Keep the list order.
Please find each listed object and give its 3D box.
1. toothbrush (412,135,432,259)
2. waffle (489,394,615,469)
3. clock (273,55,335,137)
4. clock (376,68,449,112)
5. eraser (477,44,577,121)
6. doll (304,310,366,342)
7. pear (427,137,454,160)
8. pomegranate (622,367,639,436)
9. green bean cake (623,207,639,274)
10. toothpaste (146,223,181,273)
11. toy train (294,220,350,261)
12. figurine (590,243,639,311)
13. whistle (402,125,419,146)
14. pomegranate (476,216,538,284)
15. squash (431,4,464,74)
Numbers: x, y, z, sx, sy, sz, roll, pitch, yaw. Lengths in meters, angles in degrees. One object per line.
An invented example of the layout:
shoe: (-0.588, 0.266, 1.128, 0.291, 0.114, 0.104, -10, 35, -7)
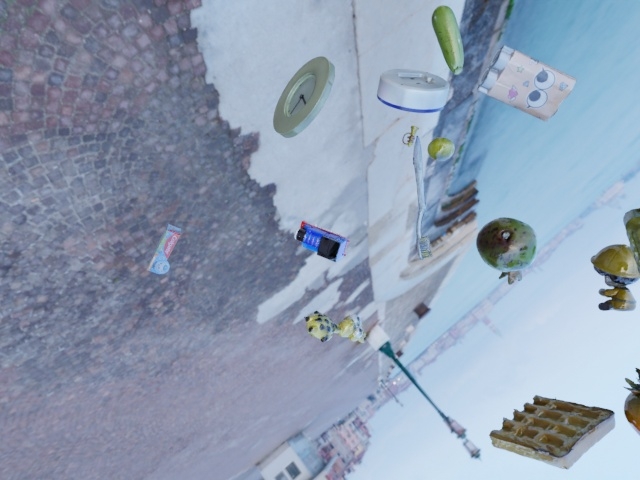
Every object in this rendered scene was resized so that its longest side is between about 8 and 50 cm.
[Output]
toothbrush: (0.299, -0.138, 1.322, 0.042, 0.414, 0.035, -13, 154, 31)
waffle: (0.810, 0.662, 1.554, 0.348, 0.078, 0.304, -15, -178, -31)
clock: (-0.046, -0.385, 1.195, 0.029, 0.235, 0.235, 26, 116, -35)
clock: (0.305, -0.498, 1.461, 0.230, 0.230, 0.083, -26, 139, -37)
eraser: (0.734, -0.562, 1.589, 0.087, 0.290, 0.171, -73, -173, -56)
doll: (0.061, 0.309, 1.568, 0.291, 0.117, 0.086, 15, 140, -41)
pear: (0.635, -0.470, 2.341, 0.141, 0.141, 0.104, 88, 15, -66)
pomegranate: (1.057, 0.519, 1.369, 0.220, 0.257, 0.221, -28, 164, -9)
green bean cake: (1.022, 0.004, 1.260, 0.236, 0.233, 0.124, -20, -171, 36)
toothpaste: (-0.546, 0.035, 1.572, 0.070, 0.044, 0.193, 23, 119, -24)
toy train: (0.000, 0.000, 1.641, 0.131, 0.203, 0.083, -29, 136, -64)
figurine: (1.139, 0.141, 1.680, 0.192, 0.257, 0.167, -3, 175, -24)
whistle: (0.464, -0.539, 2.287, 0.109, 0.057, 0.046, -66, -168, -6)
pomegranate: (0.731, 0.043, 1.775, 0.230, 0.231, 0.286, -32, 147, -24)
squash: (0.365, -0.571, 1.258, 0.066, 0.201, 0.066, -14, 178, -1)
